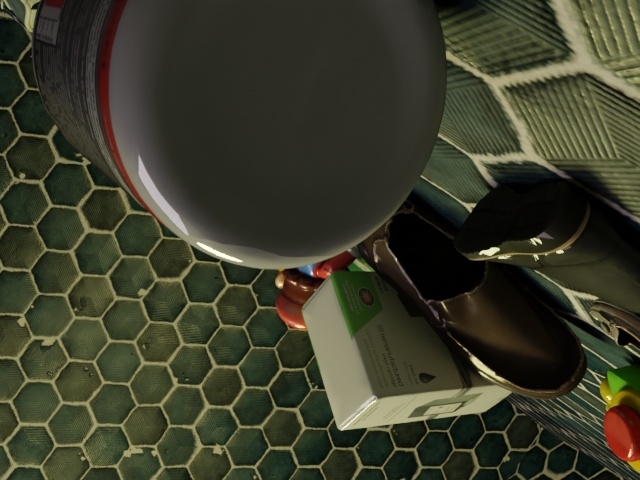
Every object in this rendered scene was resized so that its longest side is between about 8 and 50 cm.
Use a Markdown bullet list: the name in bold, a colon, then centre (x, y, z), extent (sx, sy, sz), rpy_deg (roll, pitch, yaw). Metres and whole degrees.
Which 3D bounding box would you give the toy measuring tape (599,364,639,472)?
- **toy measuring tape**: centre (0.432, 0.249, 0.881), extent (0.121, 0.121, 0.330), rpy_deg (38, -177, -19)

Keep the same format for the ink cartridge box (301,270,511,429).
- **ink cartridge box**: centre (0.135, 0.154, 1.110), extent (0.272, 0.115, 0.198), rpy_deg (1, -126, -32)

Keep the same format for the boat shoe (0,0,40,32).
- **boat shoe**: centre (-0.560, -0.467, 1.416), extent (0.079, 0.095, 0.254), rpy_deg (35, 174, -5)

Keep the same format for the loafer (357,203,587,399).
- **loafer**: centre (0.198, 0.084, 0.999), extent (0.366, 0.134, 0.130), rpy_deg (36, 176, 4)

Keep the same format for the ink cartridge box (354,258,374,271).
- **ink cartridge box**: centre (0.046, -0.028, 1.317), extent (0.208, 0.087, 0.153), rpy_deg (36, 175, 10)

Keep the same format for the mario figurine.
- **mario figurine**: centre (0.000, 0.000, 1.196), extent (0.198, 0.170, 0.321), rpy_deg (-112, 16, -53)

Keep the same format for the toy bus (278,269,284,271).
- **toy bus**: centre (-0.084, -0.053, 1.445), extent (0.333, 0.130, 0.108), rpy_deg (56, 160, -22)

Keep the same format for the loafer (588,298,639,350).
- **loafer**: centre (0.321, 0.095, 0.777), extent (0.045, 0.039, 0.125), rpy_deg (38, 175, -28)

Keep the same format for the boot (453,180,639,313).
- **boot**: centre (0.208, 0.017, 0.664), extent (0.137, 0.077, 0.198), rpy_deg (32, 178, -11)

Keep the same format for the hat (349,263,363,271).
- **hat**: centre (0.117, 0.011, 1.609), extent (0.173, 0.183, 0.209), rpy_deg (32, -140, -40)

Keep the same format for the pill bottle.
- **pill bottle**: centre (-0.093, -0.129, 0.559), extent (0.210, 0.210, 0.363), rpy_deg (40, 175, -35)

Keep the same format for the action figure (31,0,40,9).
- **action figure**: centre (-0.227, -0.280, 0.796), extent (0.064, 0.137, 0.232), rpy_deg (62, 178, -13)
